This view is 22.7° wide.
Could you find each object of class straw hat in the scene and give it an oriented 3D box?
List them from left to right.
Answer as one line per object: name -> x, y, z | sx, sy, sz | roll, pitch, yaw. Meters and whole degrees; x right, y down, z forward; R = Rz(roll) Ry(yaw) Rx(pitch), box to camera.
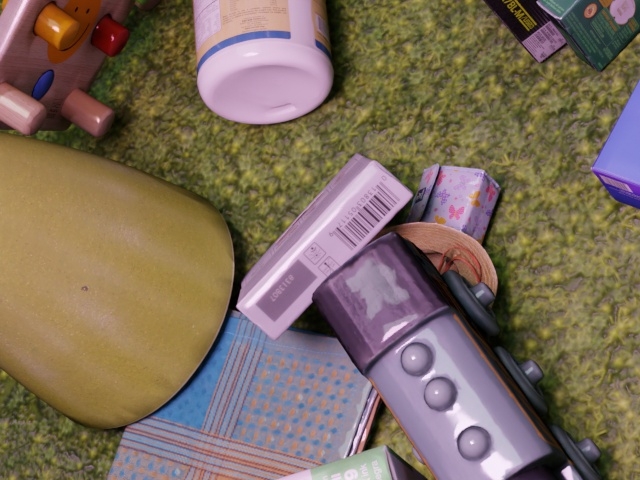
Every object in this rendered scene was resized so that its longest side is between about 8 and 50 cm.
straw hat -> 0.103, 0.030, 1.539 | 0.145, 0.144, 0.061 | -18, 23, 21

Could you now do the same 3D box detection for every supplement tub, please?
supplement tub -> -0.064, -0.241, 1.702 | 0.144, 0.144, 0.199 | -17, 61, 22

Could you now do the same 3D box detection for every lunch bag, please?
lunch bag -> 0.125, -0.035, 1.566 | 0.083, 0.053, 0.071 | 10, 73, 41

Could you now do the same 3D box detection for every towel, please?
towel -> -0.099, 0.253, 1.571 | 0.271, 0.040, 0.370 | 14, 77, 32

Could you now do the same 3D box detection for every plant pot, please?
plant pot -> -0.284, 0.013, 1.591 | 0.275, 0.293, 0.274 | -21, 54, 31

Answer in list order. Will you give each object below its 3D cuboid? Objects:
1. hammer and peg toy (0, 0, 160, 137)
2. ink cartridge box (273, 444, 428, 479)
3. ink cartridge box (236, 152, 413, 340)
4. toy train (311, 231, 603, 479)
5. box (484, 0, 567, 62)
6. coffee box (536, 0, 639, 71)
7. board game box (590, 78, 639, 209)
hammer and peg toy -> -0.253, -0.225, 1.713 | 0.127, 0.361, 0.266 | 31, 99, 11
ink cartridge box -> -0.044, 0.288, 1.381 | 0.289, 0.211, 0.121 | -18, 70, 8
ink cartridge box -> 0.000, 0.000, 1.556 | 0.066, 0.232, 0.189 | 43, 92, -1
toy train -> 0.122, 0.141, 1.387 | 0.142, 0.190, 0.334 | -37, 66, 10
box -> 0.153, -0.284, 1.575 | 0.045, 0.191, 0.184 | -36, 55, 13
coffee box -> 0.302, -0.261, 1.533 | 0.184, 0.113, 0.040 | -47, 52, 5
board game box -> 0.448, -0.094, 1.398 | 0.347, 0.078, 0.233 | 24, 82, 34
